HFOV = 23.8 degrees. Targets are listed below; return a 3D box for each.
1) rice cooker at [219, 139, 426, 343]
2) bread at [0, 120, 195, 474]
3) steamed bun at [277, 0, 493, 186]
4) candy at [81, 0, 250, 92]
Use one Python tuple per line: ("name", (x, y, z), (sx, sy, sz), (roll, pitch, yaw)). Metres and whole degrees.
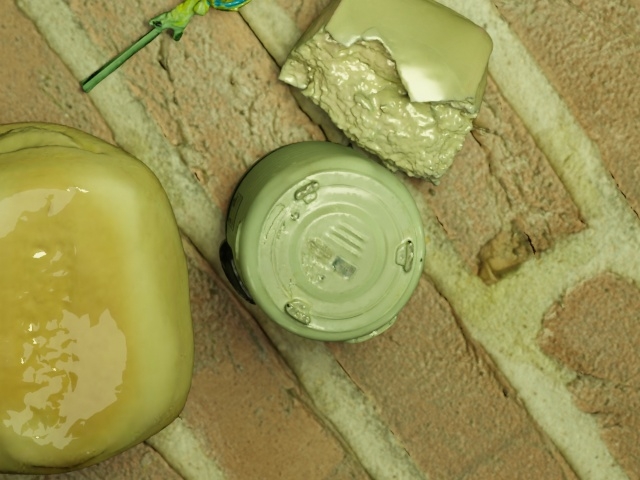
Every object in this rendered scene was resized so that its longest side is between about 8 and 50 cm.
("rice cooker", (0.000, 0.000, 1.735), (0.226, 0.244, 0.226), (-2, 102, -12))
("bread", (-0.324, 0.055, 1.731), (0.348, 0.253, 0.376), (-10, 106, -5))
("steamed bun", (0.076, -0.186, 1.732), (0.226, 0.170, 0.200), (24, 104, -7))
("candy", (-0.175, -0.252, 1.764), (0.262, 0.073, 0.077), (-36, 125, 13))
